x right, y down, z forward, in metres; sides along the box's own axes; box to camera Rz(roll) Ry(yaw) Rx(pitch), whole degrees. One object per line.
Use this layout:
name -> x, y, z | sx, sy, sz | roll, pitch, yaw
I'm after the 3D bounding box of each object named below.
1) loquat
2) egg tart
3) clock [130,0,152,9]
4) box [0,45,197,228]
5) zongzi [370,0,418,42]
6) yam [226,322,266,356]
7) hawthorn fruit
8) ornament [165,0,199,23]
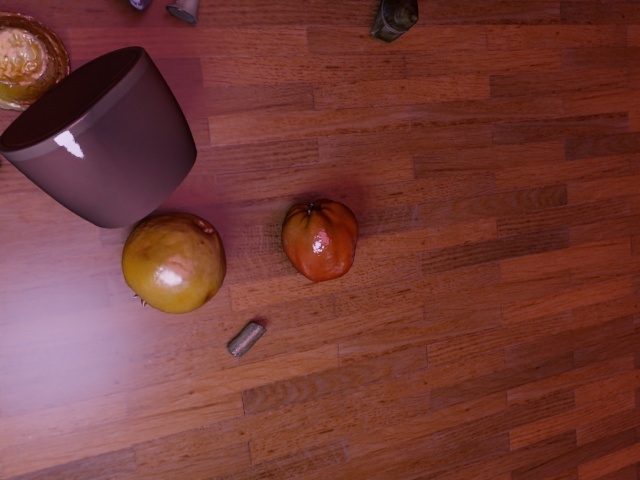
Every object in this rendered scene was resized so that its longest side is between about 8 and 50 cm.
loquat -> -0.289, 0.046, 1.110 | 0.208, 0.208, 0.207 | -2, 96, -22
egg tart -> -0.564, -0.335, 1.028 | 0.191, 0.074, 0.191 | -2, 95, -24
clock -> -0.416, -0.568, 1.021 | 0.254, 0.189, 0.188 | 19, 88, -17
box -> -0.380, -0.179, 1.002 | 0.301, 0.301, 0.216 | -45, 130, -12
zongzi -> 0.195, -0.557, 1.247 | 0.084, 0.184, 0.187 | 13, 90, -18
yam -> -0.168, 0.224, 1.257 | 0.094, 0.043, 0.043 | -47, 110, -13
hawthorn fruit -> 0.000, 0.000, 1.234 | 0.189, 0.189, 0.189 | -2, 96, -22
ornament -> -0.258, -0.531, 1.131 | 0.075, 0.081, 0.156 | 17, 92, -56
